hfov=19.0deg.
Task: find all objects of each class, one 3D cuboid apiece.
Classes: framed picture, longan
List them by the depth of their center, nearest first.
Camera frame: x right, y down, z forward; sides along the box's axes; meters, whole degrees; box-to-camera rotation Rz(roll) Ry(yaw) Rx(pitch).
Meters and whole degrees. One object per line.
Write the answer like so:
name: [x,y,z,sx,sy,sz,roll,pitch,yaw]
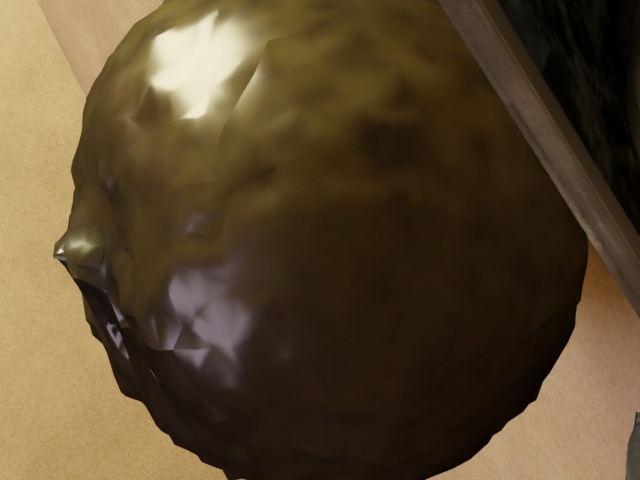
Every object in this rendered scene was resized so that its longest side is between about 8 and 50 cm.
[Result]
framed picture: [0.125,-0.135,0.940,0.020,0.240,0.324,-10,139,28]
longan: [0.000,0.000,1.350,0.391,0.391,0.391,53,162,25]

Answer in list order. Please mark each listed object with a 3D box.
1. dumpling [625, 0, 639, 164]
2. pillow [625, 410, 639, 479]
dumpling: [0.218,-0.089,0.876,0.243,0.175,0.227,33,156,58]
pillow: [0.308,0.295,1.352,0.310,0.138,0.283,50,161,42]
